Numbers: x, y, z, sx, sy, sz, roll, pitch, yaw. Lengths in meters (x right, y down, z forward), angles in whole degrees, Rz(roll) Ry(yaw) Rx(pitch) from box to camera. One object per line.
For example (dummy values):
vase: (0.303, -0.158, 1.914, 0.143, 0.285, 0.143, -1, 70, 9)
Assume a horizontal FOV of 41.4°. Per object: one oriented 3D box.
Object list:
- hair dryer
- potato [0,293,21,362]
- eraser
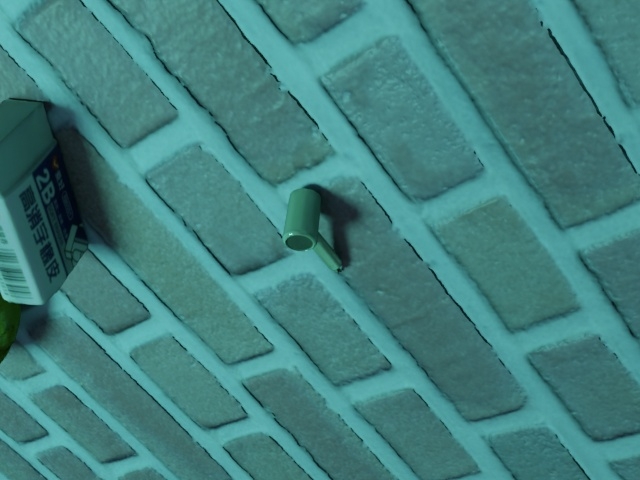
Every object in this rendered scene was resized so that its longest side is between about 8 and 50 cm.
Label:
hair dryer: (0.000, 0.000, 0.950, 0.038, 0.063, 0.124, -10, 144, 25)
potato: (-0.501, 0.098, 1.143, 0.186, 0.148, 0.253, 30, 125, -27)
eraser: (-0.345, -0.042, 0.982, 0.068, 0.124, 0.210, 7, 129, 15)
